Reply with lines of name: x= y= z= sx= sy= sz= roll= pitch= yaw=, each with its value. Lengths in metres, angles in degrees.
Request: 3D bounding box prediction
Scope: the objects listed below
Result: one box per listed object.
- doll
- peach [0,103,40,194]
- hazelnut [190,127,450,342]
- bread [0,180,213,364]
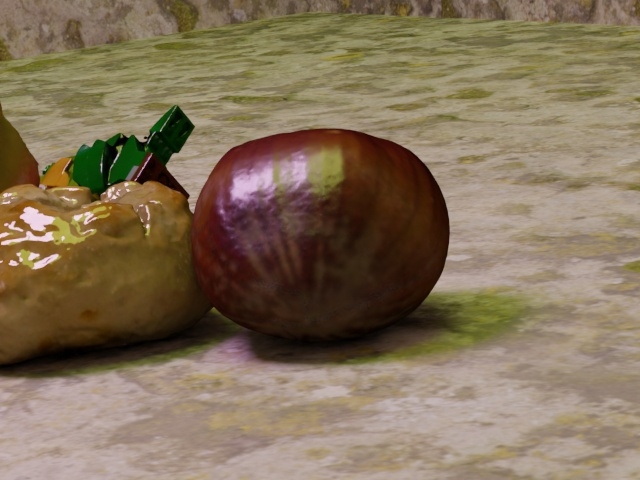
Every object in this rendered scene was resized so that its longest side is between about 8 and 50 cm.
doll: x=-0.228 y=-0.059 z=2.033 sx=0.186 sy=0.106 sz=0.134 roll=-18 pitch=48 yaw=23
peach: x=-0.484 y=-0.060 z=1.894 sx=0.380 sy=0.242 sz=0.306 roll=23 pitch=50 yaw=41
hazelnut: x=0.000 y=0.003 z=1.552 sx=0.212 sy=0.181 sz=0.181 roll=-4 pitch=-17 yaw=4
bread: x=-0.208 y=0.020 z=1.614 sx=0.244 sy=0.134 sz=0.244 roll=-5 pitch=9 yaw=1
